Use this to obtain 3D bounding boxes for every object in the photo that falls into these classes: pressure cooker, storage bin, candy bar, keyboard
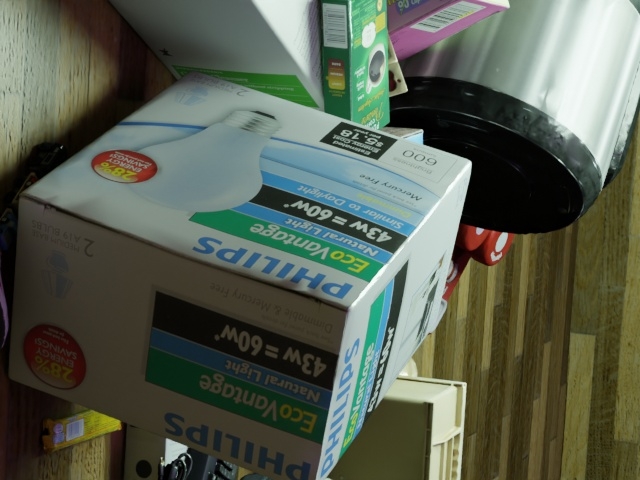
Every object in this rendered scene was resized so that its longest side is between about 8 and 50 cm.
[{"bbox_3d":[0.277,-0.266,2.243,0.420,0.370,0.375,-69,152,-23],"label":"pressure cooker"},{"bbox_3d":[0.052,0.319,2.185,0.123,0.262,0.260,-11,105,-66],"label":"storage bin"},{"bbox_3d":[-0.258,0.202,1.728,0.161,0.018,0.040,-10,101,-66],"label":"candy bar"},{"bbox_3d":[-0.158,0.363,1.827,0.201,0.033,0.317,47,51,-60],"label":"keyboard"}]

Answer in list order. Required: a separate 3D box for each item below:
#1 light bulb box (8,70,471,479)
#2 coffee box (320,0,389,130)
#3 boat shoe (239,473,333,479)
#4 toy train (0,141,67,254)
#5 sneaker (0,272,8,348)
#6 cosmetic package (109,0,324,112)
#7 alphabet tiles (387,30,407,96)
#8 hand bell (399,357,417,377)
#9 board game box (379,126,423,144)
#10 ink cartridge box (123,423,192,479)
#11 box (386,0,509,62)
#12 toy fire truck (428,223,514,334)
[{"bbox_3d":[-0.078,0.027,1.636,0.361,0.358,0.225,-48,152,-56],"label":"light bulb box"},{"bbox_3d":[0.041,-0.207,1.822,0.113,0.040,0.184,-44,136,-55],"label":"coffee box"},{"bbox_3d":[-0.087,0.529,2.054,0.187,0.156,0.500,-29,133,-69],"label":"boat shoe"},{"bbox_3d":[-0.293,-0.042,1.564,0.027,0.036,0.158,74,31,-42],"label":"toy train"},{"bbox_3d":[-0.322,0.021,1.475,0.077,0.072,0.178,-68,160,-58],"label":"sneaker"},{"bbox_3d":[-0.110,-0.294,1.745,0.365,0.197,0.155,46,55,-60],"label":"cosmetic package"},{"bbox_3d":[-0.020,-0.270,1.966,0.009,0.198,0.237,108,-35,-78],"label":"alphabet tiles"},{"bbox_3d":[0.037,0.156,2.363,0.242,0.126,0.126,49,49,-43],"label":"hand bell"},{"bbox_3d":[0.000,0.000,2.027,0.141,0.232,0.291,-24,117,-66],"label":"board game box"},{"bbox_3d":[-0.169,0.209,1.887,0.165,0.065,0.332,-1,95,-68],"label":"ink cartridge box"},{"bbox_3d":[0.098,-0.375,2.038,0.117,0.213,0.243,1,70,-54],"label":"box"},{"bbox_3d":[0.177,0.022,2.582,0.254,0.169,0.302,-64,155,-2],"label":"toy fire truck"}]
